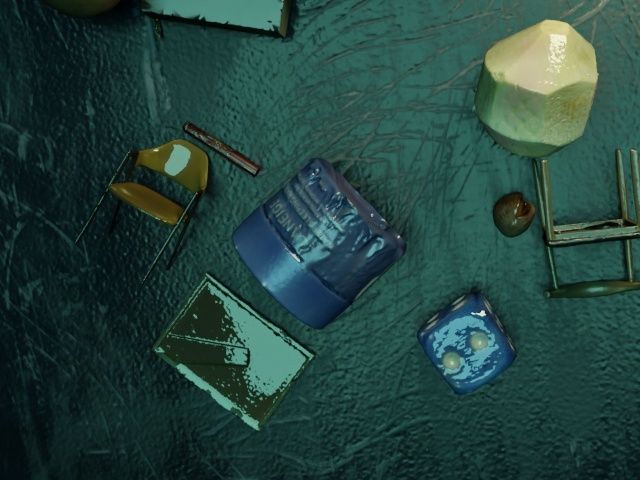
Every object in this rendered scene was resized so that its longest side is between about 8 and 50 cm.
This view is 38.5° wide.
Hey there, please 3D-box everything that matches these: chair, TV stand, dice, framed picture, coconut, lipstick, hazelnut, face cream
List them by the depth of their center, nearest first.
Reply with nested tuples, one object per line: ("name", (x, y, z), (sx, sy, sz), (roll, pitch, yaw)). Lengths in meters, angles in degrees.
("coconut", (0.373, -0.274, 1.587), (0.198, 0.237, 0.236), (13, 98, 11))
("chair", (0.479, -0.020, 1.625), (0.188, 0.166, 0.272), (-7, 95, 9))
("face cream", (0.000, 0.000, 1.669), (0.225, 0.249, 0.249), (-44, 88, 8))
("hazelnut", (0.356, -0.047, 1.687), (0.087, 0.086, 0.086), (1, 96, 10))
("dice", (0.269, 0.189, 1.694), (0.146, 0.146, 0.143), (-34, 91, 11))
("TV stand", (-0.196, -0.449, 1.733), (0.270, 0.083, 0.088), (9, 94, 5))
("chair", (-0.325, -0.070, 1.768), (0.159, 0.172, 0.246), (31, 107, 6))
("lipstick", (-0.196, -0.179, 1.796), (0.177, 0.027, 0.027), (33, 100, 6))
("framed picture", (-0.178, 0.225, 1.837), (0.281, 0.019, 0.209), (38, 101, 4))

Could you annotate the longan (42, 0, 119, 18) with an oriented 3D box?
("longan", (-0.457, -0.547, 1.706), (0.246, 0.215, 0.245), (5, 122, 7))

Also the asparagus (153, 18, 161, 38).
("asparagus", (-0.333, -0.474, 1.795), (0.016, 0.016, 0.162), (-16, 93, -15))
